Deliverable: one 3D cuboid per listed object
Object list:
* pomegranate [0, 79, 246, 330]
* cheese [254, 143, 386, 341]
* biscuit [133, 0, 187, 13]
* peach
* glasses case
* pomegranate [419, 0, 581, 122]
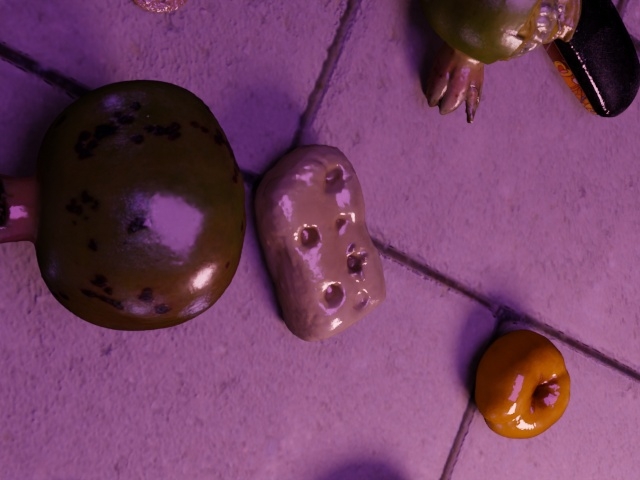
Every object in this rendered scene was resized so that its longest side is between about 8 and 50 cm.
[{"bbox_3d":[-0.238,-0.049,1.400,0.323,0.290,0.291,18,87,-29],"label":"pomegranate"},{"bbox_3d":[0.001,0.000,1.693,0.159,0.093,0.263,-30,115,-30],"label":"cheese"},{"bbox_3d":[-0.199,-0.341,1.527,0.120,0.015,0.120,-8,104,-37],"label":"biscuit"},{"bbox_3d":[0.320,0.234,1.968,0.179,0.103,0.179,-5,98,-38],"label":"peach"},{"bbox_3d":[0.409,-0.331,1.942,0.122,0.082,0.321,-50,122,-19],"label":"glasses case"},{"bbox_3d":[0.231,-0.319,1.753,0.236,0.236,0.302,2,130,-37],"label":"pomegranate"}]
